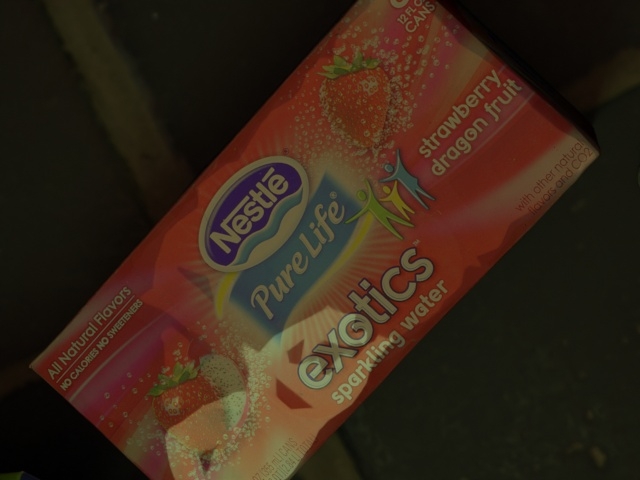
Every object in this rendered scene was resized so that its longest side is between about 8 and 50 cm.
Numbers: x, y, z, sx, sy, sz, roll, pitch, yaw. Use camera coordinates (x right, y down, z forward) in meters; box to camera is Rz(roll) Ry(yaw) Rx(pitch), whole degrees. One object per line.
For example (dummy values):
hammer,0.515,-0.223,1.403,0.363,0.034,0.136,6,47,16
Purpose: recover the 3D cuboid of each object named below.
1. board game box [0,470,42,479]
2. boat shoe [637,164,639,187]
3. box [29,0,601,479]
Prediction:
board game box,-0.291,0.260,0.890,0.347,0.078,0.233,-10,58,33
boat shoe,0.212,-0.068,0.918,0.035,0.035,0.100,29,102,2
box,0.000,0.000,0.903,0.154,0.142,0.300,43,102,-1
